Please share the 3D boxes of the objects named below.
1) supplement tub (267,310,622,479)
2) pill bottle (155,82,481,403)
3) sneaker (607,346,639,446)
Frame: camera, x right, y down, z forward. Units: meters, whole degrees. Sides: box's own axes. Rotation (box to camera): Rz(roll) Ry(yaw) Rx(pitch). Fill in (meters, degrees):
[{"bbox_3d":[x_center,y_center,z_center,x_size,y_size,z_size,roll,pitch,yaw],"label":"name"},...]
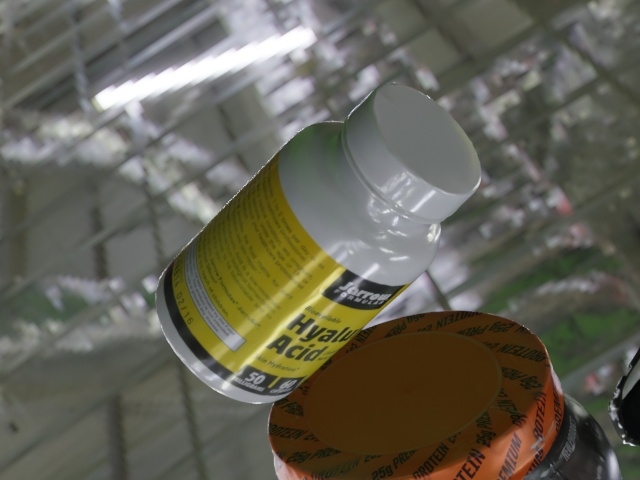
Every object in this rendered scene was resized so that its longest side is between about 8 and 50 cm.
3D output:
[{"bbox_3d":[0.093,0.223,1.126,0.207,0.338,0.207,-13,-152,7],"label":"supplement tub"},{"bbox_3d":[0.000,0.000,0.656,0.116,0.065,0.065,-45,-169,33],"label":"pill bottle"},{"bbox_3d":[0.309,0.050,1.155,0.283,0.124,0.107,-38,159,-3],"label":"sneaker"}]
